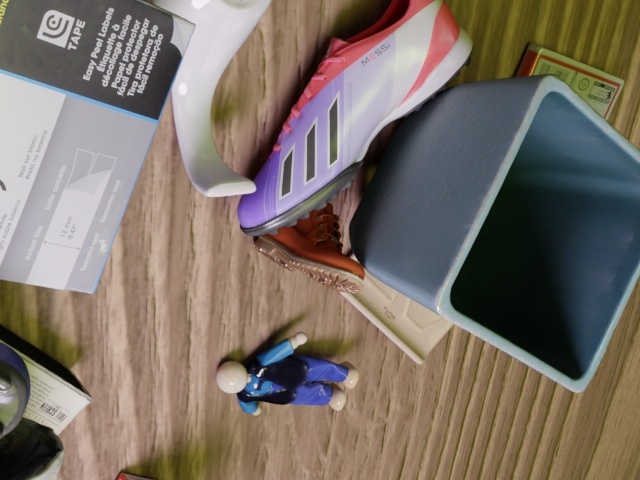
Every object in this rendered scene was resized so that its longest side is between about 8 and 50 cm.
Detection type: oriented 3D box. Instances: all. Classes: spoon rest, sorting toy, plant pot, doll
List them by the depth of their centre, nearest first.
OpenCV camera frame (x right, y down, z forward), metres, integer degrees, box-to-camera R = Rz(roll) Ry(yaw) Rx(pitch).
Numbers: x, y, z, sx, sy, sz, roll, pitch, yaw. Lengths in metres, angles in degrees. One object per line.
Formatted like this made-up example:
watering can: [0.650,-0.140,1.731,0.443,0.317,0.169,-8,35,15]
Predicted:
spoon rest: [-0.099,-0.183,0.866,0.137,0.084,0.277,-7,107,-39]
plant pot: [0.173,-0.022,1.017,0.247,0.252,0.248,30,84,-35]
doll: [-0.044,0.165,1.139,0.189,0.046,0.129,9,119,-37]
sorting toy: [0.133,0.027,1.188,0.208,0.038,0.193,-51,123,-7]

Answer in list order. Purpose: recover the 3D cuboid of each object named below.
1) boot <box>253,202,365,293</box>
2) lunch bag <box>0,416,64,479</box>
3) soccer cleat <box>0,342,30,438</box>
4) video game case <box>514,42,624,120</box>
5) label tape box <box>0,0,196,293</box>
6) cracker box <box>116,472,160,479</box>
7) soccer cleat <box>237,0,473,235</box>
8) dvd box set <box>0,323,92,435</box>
boot: [0.000,0.000,0.996,0.085,0.158,0.059,-56,135,-8]
lunch bag: [-0.361,0.257,0.753,0.287,0.169,0.235,3,114,-37]
soccer cleat: [-0.366,0.098,0.702,0.289,0.121,0.094,12,95,-23]
video game case: [0.287,-0.105,1.265,0.204,0.025,0.285,7,111,-43]
label tape box: [-0.295,-0.113,0.700,0.347,0.115,0.249,14,103,-46]
cracker box: [-0.186,0.387,1.024,0.067,0.232,0.156,28,96,-45]
soccer cleat: [0.016,-0.139,0.974,0.318,0.108,0.116,-44,115,-6]
dvd box set: [-0.447,0.221,0.823,0.420,0.062,0.307,-48,136,-6]
